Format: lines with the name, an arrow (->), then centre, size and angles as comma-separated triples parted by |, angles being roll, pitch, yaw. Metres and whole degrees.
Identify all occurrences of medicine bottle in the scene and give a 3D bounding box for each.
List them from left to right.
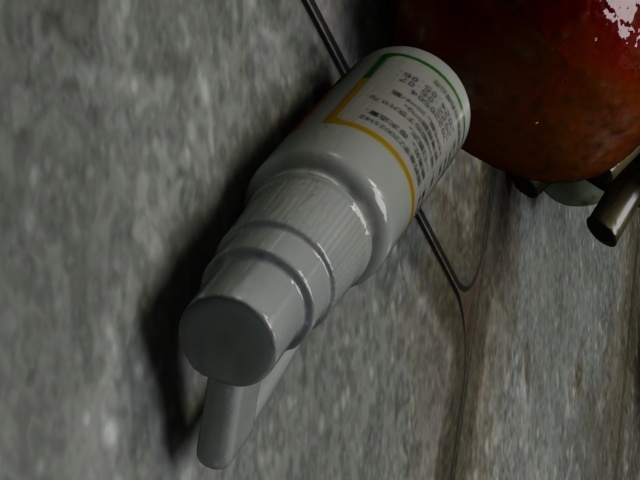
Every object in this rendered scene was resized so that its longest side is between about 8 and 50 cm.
medicine bottle -> 0.000, 0.000, 0.665 | 0.220, 0.061, 0.092 | -52, 158, -58

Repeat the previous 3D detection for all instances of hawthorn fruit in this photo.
hawthorn fruit -> 0.095, -0.121, 0.806 | 0.194, 0.157, 0.157 | 36, 55, -44

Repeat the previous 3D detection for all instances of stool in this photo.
stool -> 0.180, -0.068, 1.074 | 0.121, 0.125, 0.217 | -44, 178, -18
